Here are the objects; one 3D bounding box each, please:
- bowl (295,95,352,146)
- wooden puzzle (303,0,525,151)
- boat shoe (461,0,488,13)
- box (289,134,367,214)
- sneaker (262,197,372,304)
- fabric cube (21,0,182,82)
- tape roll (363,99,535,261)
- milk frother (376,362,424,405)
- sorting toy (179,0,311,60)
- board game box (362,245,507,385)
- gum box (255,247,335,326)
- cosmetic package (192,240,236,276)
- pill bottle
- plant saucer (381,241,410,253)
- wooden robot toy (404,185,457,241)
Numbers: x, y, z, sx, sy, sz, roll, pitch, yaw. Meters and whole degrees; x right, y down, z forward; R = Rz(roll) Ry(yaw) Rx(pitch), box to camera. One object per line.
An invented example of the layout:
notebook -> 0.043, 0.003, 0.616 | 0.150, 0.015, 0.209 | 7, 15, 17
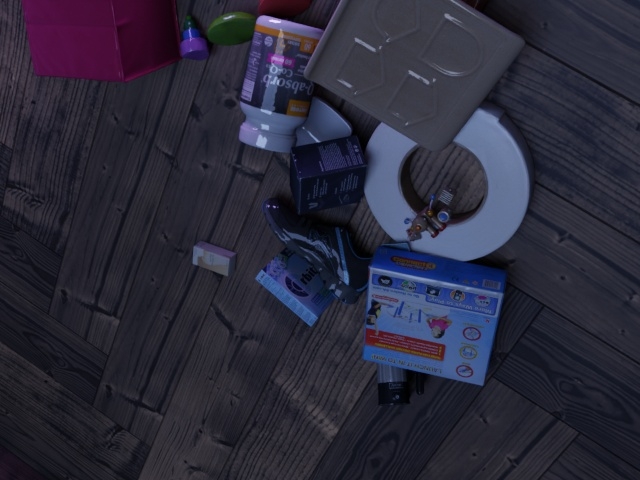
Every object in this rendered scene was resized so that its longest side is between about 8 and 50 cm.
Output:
bowl -> 0.002, -0.261, 1.870 | 0.142, 0.053, 0.142 | 41, 125, 3
wooden puzzle -> 0.180, -0.371, 1.581 | 0.347, 0.081, 0.322 | 27, 136, -7
boat shoe -> 0.350, -0.547, 1.521 | 0.116, 0.123, 0.325 | 26, 124, 10
box -> 0.015, -0.149, 1.815 | 0.156, 0.158, 0.093 | 96, 159, -61
sneaker -> 0.000, 0.000, 1.982 | 0.341, 0.125, 0.140 | 43, 97, 5
fabric cube -> -0.513, -0.532, 1.872 | 0.258, 0.254, 0.259 | 9, 117, 23
tape roll -> 0.283, -0.139, 1.780 | 0.391, 0.072, 0.392 | 12, 119, 22
milk frother -> 0.190, 0.360, 2.059 | 0.143, 0.129, 0.135 | 154, 117, -61
sorting toy -> -0.189, -0.539, 1.819 | 0.365, 0.127, 0.126 | -19, 78, 32
board game box -> 0.263, 0.181, 1.878 | 0.308, 0.086, 0.302 | 11, 129, 12
gum box -> -0.053, 0.112, 2.015 | 0.184, 0.157, 0.041 | 40, 125, 3
cosmetic package -> -0.291, 0.049, 2.173 | 0.115, 0.041, 0.060 | 17, 120, 18
pill bottle -> -0.091, -0.347, 1.769 | 0.162, 0.162, 0.279 | 18, 105, 18
plant saucer -> 0.199, 0.081, 1.893 | 0.067, 0.018, 0.192 | -4, 125, 23
wooden robot toy -> 0.239, -0.040, 1.759 | 0.076, 0.079, 0.173 | 45, 125, 1
